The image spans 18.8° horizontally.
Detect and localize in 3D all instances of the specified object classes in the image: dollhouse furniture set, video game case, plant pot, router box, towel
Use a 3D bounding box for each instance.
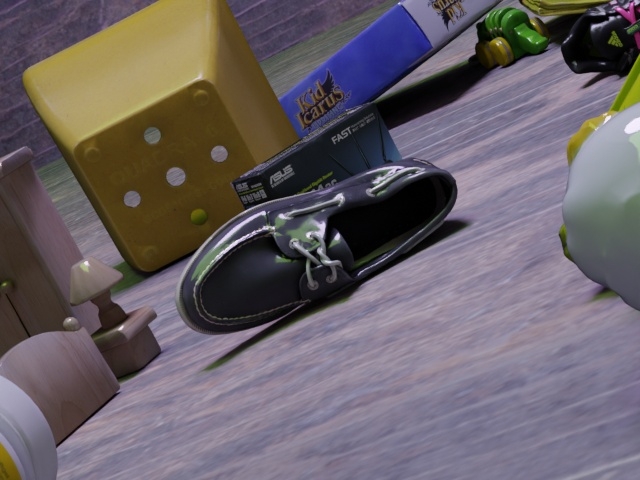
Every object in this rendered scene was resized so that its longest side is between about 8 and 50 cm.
[{"bbox_3d":[-0.309,0.088,1.363,0.303,0.173,0.355,-22,10,31],"label":"dollhouse furniture set"},{"bbox_3d":[0.057,-0.184,2.004,0.269,0.061,0.244,-36,1,35],"label":"video game case"},{"bbox_3d":[-0.141,-0.089,1.813,0.212,0.212,0.187,-27,23,3],"label":"plant pot"},{"bbox_3d":[0.008,-0.030,1.354,0.122,0.092,0.038,-35,11,-35],"label":"router box"},{"bbox_3d":[0.259,-0.249,1.959,0.102,0.021,0.237,-7,11,2],"label":"towel"}]

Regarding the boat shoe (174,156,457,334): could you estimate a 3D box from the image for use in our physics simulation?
[{"bbox_3d":[0.000,0.000,1.275,0.206,0.075,0.065,-26,5,-19],"label":"boat shoe"}]

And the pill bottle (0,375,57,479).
[{"bbox_3d":[-0.216,0.145,0.959,0.119,0.119,0.208,-23,10,23],"label":"pill bottle"}]

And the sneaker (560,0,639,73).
[{"bbox_3d":[0.253,-0.171,1.527,0.075,0.063,0.170,-34,6,-34],"label":"sneaker"}]

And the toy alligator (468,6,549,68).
[{"bbox_3d":[0.180,-0.208,1.959,0.056,0.051,0.190,-29,9,-14],"label":"toy alligator"}]

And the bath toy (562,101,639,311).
[{"bbox_3d":[0.262,-0.063,0.753,0.348,0.151,0.129,-28,45,-1],"label":"bath toy"}]

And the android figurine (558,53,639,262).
[{"bbox_3d":[0.207,-0.103,0.918,0.248,0.056,0.273,-36,-20,-47],"label":"android figurine"}]
